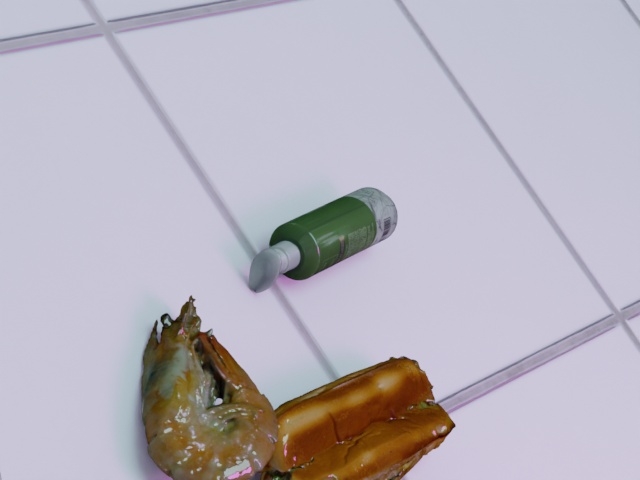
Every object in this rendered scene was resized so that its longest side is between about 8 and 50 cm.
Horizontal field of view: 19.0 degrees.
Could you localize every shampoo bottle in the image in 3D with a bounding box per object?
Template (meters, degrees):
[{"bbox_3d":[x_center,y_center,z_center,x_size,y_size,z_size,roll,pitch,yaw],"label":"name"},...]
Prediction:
[{"bbox_3d":[0.000,0.000,1.906,0.065,0.065,0.204,54,35,8],"label":"shampoo bottle"}]

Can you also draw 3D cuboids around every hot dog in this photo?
[{"bbox_3d":[0.033,0.182,1.764,0.269,0.072,0.115,-14,67,-52],"label":"hot dog"}]

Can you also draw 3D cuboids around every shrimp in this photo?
[{"bbox_3d":[-0.100,0.136,1.673,0.115,0.051,0.217,5,41,-16],"label":"shrimp"}]
